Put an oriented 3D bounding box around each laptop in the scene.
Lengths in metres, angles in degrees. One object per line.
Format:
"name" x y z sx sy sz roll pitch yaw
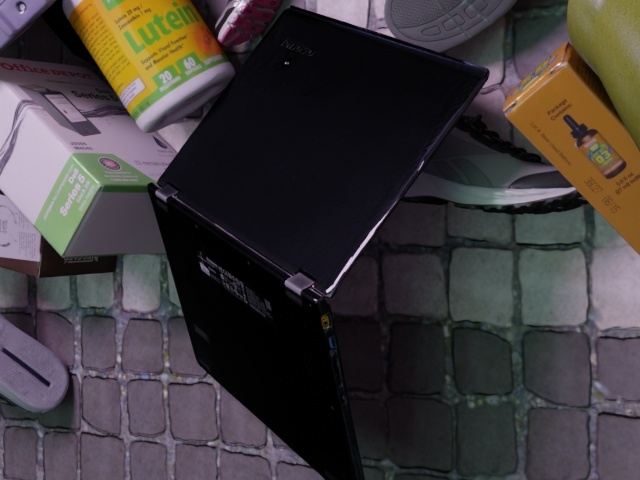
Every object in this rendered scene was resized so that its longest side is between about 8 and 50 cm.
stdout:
"laptop" 0.000 0.000 1.285 0.382 0.236 0.408 32 140 52

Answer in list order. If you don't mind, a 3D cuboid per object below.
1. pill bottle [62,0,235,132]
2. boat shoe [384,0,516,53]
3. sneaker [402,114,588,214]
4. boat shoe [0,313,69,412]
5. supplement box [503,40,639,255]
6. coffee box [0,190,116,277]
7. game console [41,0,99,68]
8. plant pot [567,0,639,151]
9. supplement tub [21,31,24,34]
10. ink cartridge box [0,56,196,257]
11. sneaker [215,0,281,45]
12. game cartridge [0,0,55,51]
"pill bottle" -0.222 -0.265 1.395 0.136 0.136 0.246 -32 92 31
"boat shoe" 0.189 -0.318 1.182 0.118 0.103 0.320 43 122 4
"sneaker" 0.160 -0.083 1.205 0.271 0.100 0.108 11 93 34
"boat shoe" -0.491 0.125 1.563 0.119 0.121 0.335 -17 122 40
"supplement box" 0.277 -0.071 1.076 0.233 0.080 0.078 44 121 -10
"coffee box" -0.409 -0.022 1.571 0.246 0.141 0.098 12 99 34
"game console" -0.254 -0.404 1.504 0.213 0.044 0.361 35 112 28
"plant pot" 0.390 -0.136 0.917 0.366 0.366 0.353 -53 53 24
"supplement tub" -0.525 -0.393 1.554 0.325 0.235 0.235 26 107 45
"ink cartridge box" -0.306 -0.107 1.460 0.273 0.198 0.115 43 114 25
"sneaker" -0.082 -0.313 1.380 0.075 0.063 0.170 39 108 26
"game cartridge" -0.500 -0.268 1.371 0.355 0.068 0.230 -35 108 27
